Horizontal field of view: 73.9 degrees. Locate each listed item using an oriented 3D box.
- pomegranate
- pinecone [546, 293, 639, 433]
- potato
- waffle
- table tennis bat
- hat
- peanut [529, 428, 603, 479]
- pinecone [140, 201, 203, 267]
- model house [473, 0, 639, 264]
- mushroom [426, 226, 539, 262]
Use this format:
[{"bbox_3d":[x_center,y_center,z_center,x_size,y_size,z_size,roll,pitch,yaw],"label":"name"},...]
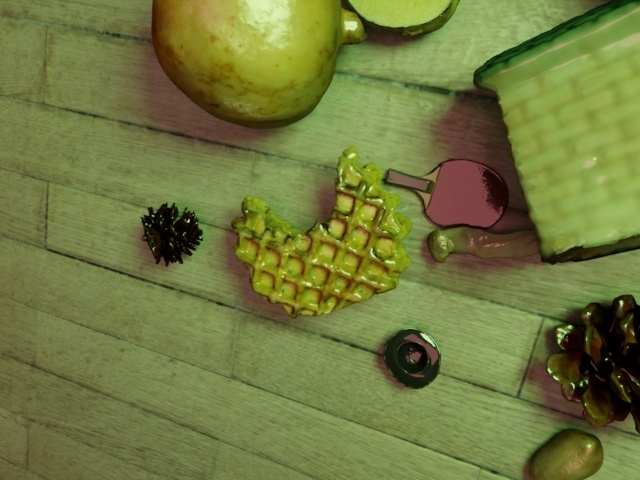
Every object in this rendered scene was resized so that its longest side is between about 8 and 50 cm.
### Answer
[{"bbox_3d":[-0.090,-0.346,0.672,0.341,0.342,0.344,3,101,15],"label":"pomegranate"},{"bbox_3d":[0.496,0.192,0.664,0.202,0.201,0.229,41,83,-9],"label":"pinecone"},{"bbox_3d":[0.136,-0.419,0.714,0.200,0.081,0.164,29,95,14],"label":"potato"},{"bbox_3d":[0.000,0.000,0.792,0.323,0.151,0.262,-21,92,22],"label":"waffle"},{"bbox_3d":[0.228,-0.089,0.778,0.220,0.019,0.131,18,105,11],"label":"table tennis bat"},{"bbox_3d":[0.179,0.226,0.832,0.121,0.050,0.121,2,95,16],"label":"hat"},{"bbox_3d":[0.447,0.404,0.778,0.076,0.076,0.152,39,113,6],"label":"peanut"},{"bbox_3d":[-0.310,-0.014,0.891,0.120,0.140,0.141,-19,95,-14],"label":"pinecone"},{"bbox_3d":[0.467,-0.209,0.540,0.444,0.394,0.401,-21,78,35],"label":"model house"},{"bbox_3d":[0.294,0.008,0.758,0.201,0.055,0.059,1,137,9],"label":"mushroom"}]
